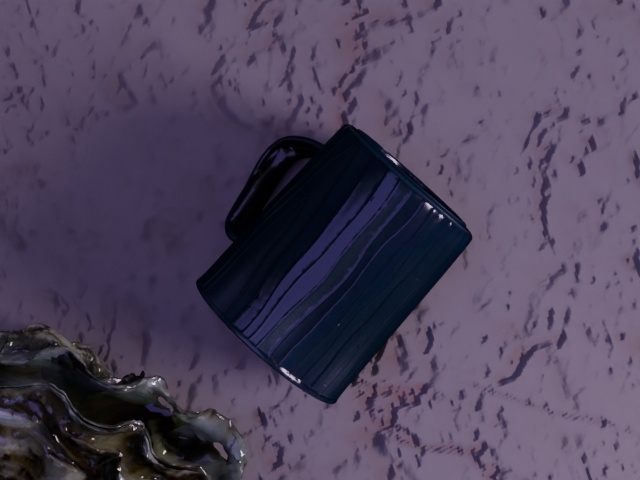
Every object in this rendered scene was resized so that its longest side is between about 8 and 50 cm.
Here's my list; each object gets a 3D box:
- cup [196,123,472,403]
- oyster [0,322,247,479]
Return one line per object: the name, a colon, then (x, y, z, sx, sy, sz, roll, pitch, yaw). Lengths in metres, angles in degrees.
cup: (-0.001, 0.000, 1.024, 0.150, 0.113, 0.138, 43, 96, 12)
oyster: (-0.189, 0.142, 1.078, 0.268, 0.112, 0.198, 22, 113, 7)
